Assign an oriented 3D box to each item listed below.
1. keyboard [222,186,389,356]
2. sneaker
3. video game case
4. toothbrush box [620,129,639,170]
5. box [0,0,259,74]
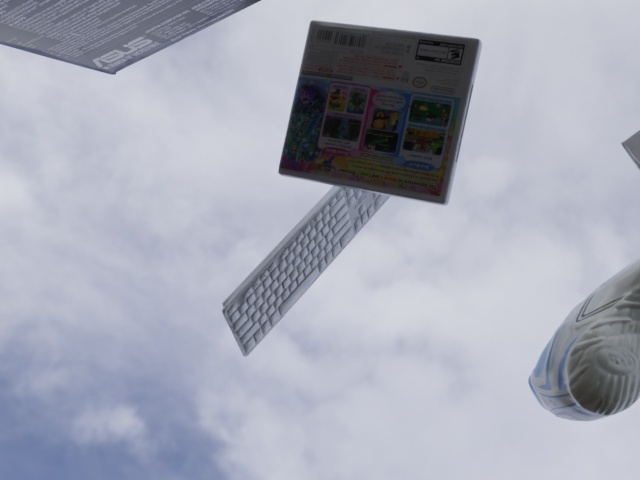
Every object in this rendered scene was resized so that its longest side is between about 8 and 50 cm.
[{"bbox_3d":[0.000,0.000,0.755,0.014,0.256,0.072,21,-33,37],"label":"keyboard"},{"bbox_3d":[0.252,0.052,0.609,0.237,0.086,0.085,-33,-86,-21],"label":"sneaker"},{"bbox_3d":[0.049,-0.114,0.687,0.157,0.019,0.143,12,-90,20],"label":"video game case"},{"bbox_3d":[0.499,-0.098,0.859,0.216,0.295,0.126,-41,-119,30],"label":"toothbrush box"},{"bbox_3d":[-0.063,-0.153,0.228,0.307,0.242,0.077,-14,-101,35],"label":"box"}]
